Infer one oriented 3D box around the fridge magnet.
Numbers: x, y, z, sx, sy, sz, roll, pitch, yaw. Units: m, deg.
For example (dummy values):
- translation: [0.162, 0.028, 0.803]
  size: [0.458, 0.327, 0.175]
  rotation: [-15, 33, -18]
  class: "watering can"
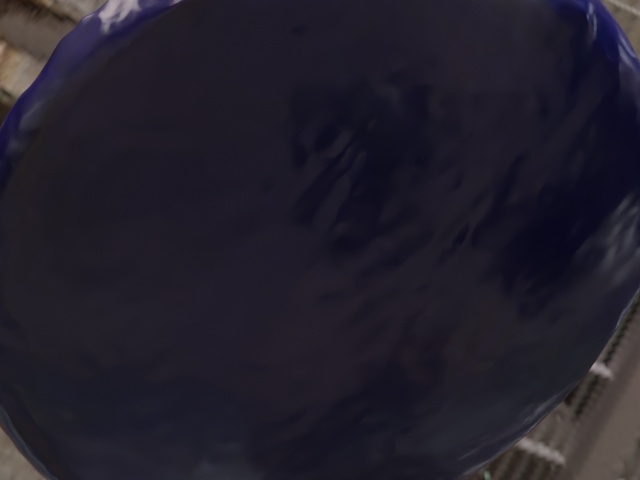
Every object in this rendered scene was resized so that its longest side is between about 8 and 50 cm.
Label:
- translation: [0.000, 0.000, 0.669]
  size: [0.266, 0.112, 0.265]
  rotation: [-11, -55, -16]
  class: "fridge magnet"
